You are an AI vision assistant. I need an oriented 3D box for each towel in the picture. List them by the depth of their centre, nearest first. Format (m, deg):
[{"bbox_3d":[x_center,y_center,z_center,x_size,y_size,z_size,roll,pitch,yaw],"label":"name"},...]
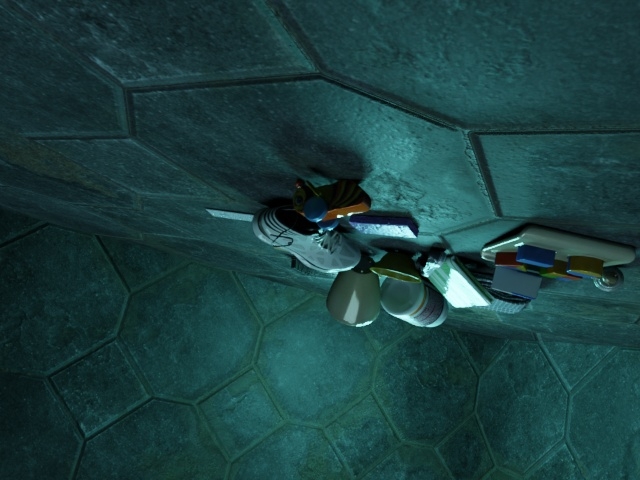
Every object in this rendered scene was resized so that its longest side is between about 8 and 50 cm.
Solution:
[{"bbox_3d":[0.544,0.173,1.969,0.248,0.038,0.325,48,167,2],"label":"towel"},{"bbox_3d":[0.733,0.227,2.073,0.284,0.121,0.235,9,166,16],"label":"towel"}]

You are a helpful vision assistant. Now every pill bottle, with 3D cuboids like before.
[{"bbox_3d":[0.473,0.298,2.394,0.224,0.224,0.392,3,163,37],"label":"pill bottle"}]

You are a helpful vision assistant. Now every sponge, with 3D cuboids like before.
[{"bbox_3d":[0.209,-0.047,1.612,0.210,0.031,0.117,6,165,30],"label":"sponge"}]

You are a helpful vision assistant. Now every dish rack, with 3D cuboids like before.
[{"bbox_3d":[-0.010,0.156,2.612,0.272,0.074,0.208,5,166,24],"label":"dish rack"}]

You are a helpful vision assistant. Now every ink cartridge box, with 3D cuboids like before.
[{"bbox_3d":[0.689,0.143,1.704,0.148,0.085,0.203,15,-177,24],"label":"ink cartridge box"}]

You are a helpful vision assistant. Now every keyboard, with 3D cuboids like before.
[{"bbox_3d":[-0.337,-0.099,1.959,0.256,0.014,0.072,8,166,20],"label":"keyboard"}]

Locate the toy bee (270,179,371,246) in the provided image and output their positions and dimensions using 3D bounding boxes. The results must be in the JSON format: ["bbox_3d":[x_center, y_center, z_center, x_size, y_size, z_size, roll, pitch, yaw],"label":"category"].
[{"bbox_3d":[-0.016,-0.113,1.359,0.298,0.162,0.195,-13,156,2],"label":"toy bee"}]

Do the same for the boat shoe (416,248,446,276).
[{"bbox_3d":[0.410,0.082,1.875,0.076,0.080,0.228,21,167,0],"label":"boat shoe"}]

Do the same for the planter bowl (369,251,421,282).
[{"bbox_3d":[0.318,0.102,1.999,0.217,0.090,0.217,16,171,3],"label":"planter bowl"}]

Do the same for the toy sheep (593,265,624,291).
[{"bbox_3d":[0.906,0.118,1.534,0.091,0.091,0.132,5,179,32],"label":"toy sheep"}]

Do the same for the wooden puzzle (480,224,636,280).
[{"bbox_3d":[0.698,0.060,1.484,0.322,0.080,0.348,13,167,0],"label":"wooden puzzle"}]

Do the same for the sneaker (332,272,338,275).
[{"bbox_3d":[0.044,0.127,2.379,0.270,0.090,0.145,13,165,-11],"label":"sneaker"}]

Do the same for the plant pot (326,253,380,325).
[{"bbox_3d":[0.166,0.200,2.202,0.257,0.256,0.274,12,131,5],"label":"plant pot"}]

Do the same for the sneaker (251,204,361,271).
[{"bbox_3d":[-0.001,0.001,1.711,0.448,0.169,0.257,22,166,-26],"label":"sneaker"}]

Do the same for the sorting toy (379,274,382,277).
[{"bbox_3d":[0.279,0.167,2.431,0.061,0.042,0.102,17,167,-18],"label":"sorting toy"}]
